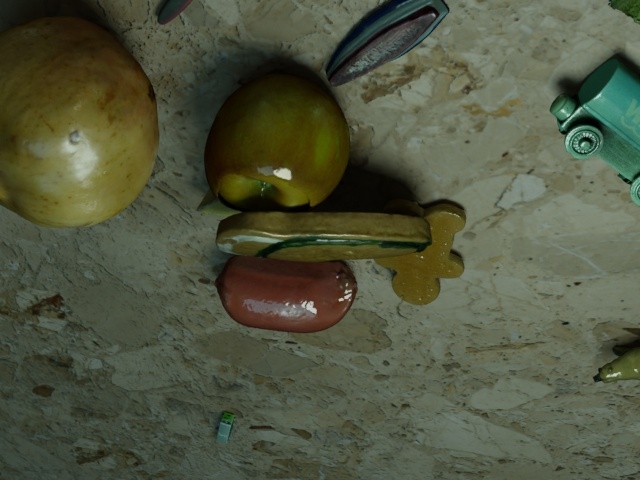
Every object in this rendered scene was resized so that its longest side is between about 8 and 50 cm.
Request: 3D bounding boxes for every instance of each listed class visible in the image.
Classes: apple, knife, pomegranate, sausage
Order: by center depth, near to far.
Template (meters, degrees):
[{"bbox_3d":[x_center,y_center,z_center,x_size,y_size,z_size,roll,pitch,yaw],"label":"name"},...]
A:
[{"bbox_3d":[-0.171,-0.391,1.698,0.035,0.018,0.247,36,131,-15],"label":"knife"},{"bbox_3d":[-0.408,-0.161,1.765,0.342,0.342,0.342,9,137,9],"label":"pomegranate"},{"bbox_3d":[-0.070,-0.136,1.787,0.237,0.207,0.237,11,138,10],"label":"apple"},{"bbox_3d":[-0.065,0.093,2.074,0.254,0.148,0.148,11,137,6],"label":"sausage"}]

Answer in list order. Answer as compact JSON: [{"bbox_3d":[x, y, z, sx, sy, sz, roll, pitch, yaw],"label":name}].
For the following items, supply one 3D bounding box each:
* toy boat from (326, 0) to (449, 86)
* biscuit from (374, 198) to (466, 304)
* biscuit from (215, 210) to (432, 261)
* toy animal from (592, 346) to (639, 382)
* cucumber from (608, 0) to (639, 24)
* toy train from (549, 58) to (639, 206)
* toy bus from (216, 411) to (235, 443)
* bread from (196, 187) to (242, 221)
[{"bbox_3d":[0.086,-0.285,1.707,0.229,0.046,0.080,-29,124,36],"label":"toy boat"},{"bbox_3d":[0.170,0.020,1.999,0.158,0.035,0.240,13,137,9],"label":"biscuit"},{"bbox_3d":[0.000,0.002,1.876,0.344,0.057,0.287,2,172,-13],"label":"biscuit"},{"bbox_3d":[0.584,0.212,2.019,0.219,0.101,0.103,10,138,8],"label":"toy animal"},{"bbox_3d":[0.463,-0.347,1.509,0.046,0.070,0.220,3,147,-30],"label":"cucumber"},{"bbox_3d":[0.455,-0.154,1.697,0.248,0.101,0.159,35,119,-19],"label":"toy train"},{"bbox_3d":[-0.203,0.401,2.511,0.031,0.037,0.083,17,138,1],"label":"toy bus"},{"bbox_3d":[-0.145,-0.052,1.992,0.084,0.080,0.109,-22,123,37],"label":"bread"}]
